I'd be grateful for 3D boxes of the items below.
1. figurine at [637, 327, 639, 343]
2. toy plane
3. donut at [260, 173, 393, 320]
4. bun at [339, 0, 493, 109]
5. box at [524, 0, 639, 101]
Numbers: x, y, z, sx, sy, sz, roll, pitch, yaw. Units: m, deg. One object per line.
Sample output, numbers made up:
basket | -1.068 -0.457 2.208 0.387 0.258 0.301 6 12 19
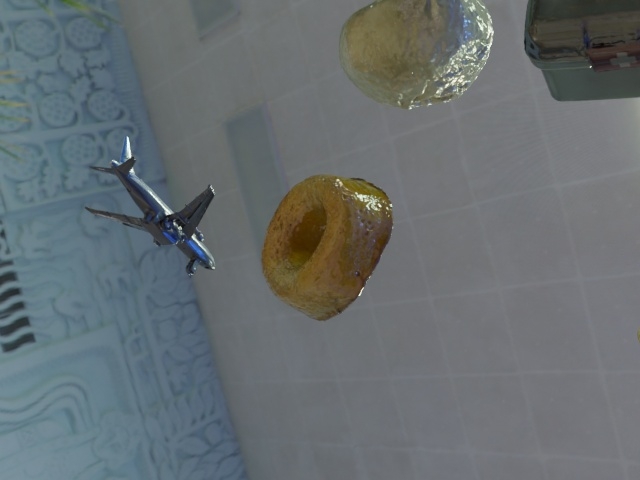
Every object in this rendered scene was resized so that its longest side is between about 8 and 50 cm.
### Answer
figurine | 0.544 0.189 1.072 0.187 0.083 0.083 45 -46 1
toy plane | -0.205 -0.030 0.961 0.226 0.058 0.226 -6 -52 33
donut | -0.001 0.003 1.327 0.278 0.108 0.277 -24 -124 42
bun | 0.221 -0.411 1.606 0.352 0.349 0.227 -30 -105 65
box | 0.334 -0.236 0.790 0.210 0.129 0.148 2 -115 31
